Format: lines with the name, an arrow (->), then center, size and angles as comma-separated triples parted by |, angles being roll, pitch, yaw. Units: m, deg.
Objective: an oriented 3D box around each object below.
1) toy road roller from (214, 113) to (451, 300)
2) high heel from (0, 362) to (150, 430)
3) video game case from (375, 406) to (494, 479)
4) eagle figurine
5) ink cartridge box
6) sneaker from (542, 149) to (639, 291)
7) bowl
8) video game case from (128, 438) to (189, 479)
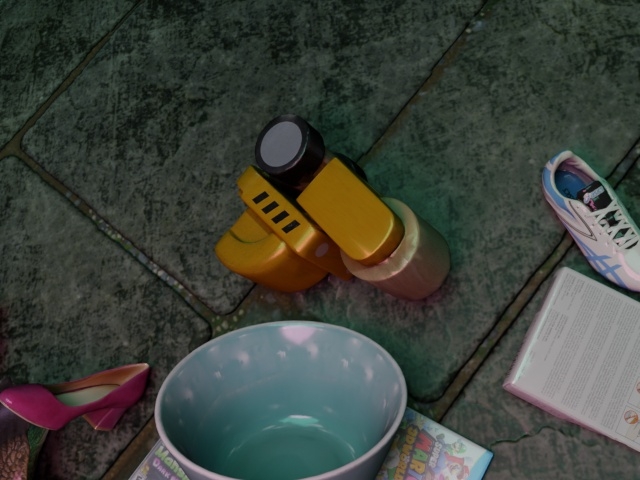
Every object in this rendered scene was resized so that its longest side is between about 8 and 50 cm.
toy road roller -> 0.000, 0.000, 1.038 | 0.240, 0.202, 0.329 | -50, 56, 7
high heel -> -0.345, 0.211, 1.025 | 0.082, 0.244, 0.117 | 31, 86, 34
video game case -> 0.132, 0.301, 0.960 | 0.166, 0.015, 0.119 | 24, 76, 25
eagle figurine -> -0.436, 0.379, 1.017 | 0.226, 0.225, 0.298 | -42, 71, 21
ink cartridge box -> 0.381, 0.164, 0.931 | 0.225, 0.056, 0.181 | 28, 77, 7
sneaker -> 0.389, -0.026, 0.980 | 0.085, 0.086, 0.237 | -33, 63, 0
bowl -> -0.044, 0.255, 0.912 | 0.312, 0.163, 0.311 | -3, 26, 1
video game case -> -0.176, 0.355, 1.033 | 0.190, 0.022, 0.173 | 33, 80, 27
